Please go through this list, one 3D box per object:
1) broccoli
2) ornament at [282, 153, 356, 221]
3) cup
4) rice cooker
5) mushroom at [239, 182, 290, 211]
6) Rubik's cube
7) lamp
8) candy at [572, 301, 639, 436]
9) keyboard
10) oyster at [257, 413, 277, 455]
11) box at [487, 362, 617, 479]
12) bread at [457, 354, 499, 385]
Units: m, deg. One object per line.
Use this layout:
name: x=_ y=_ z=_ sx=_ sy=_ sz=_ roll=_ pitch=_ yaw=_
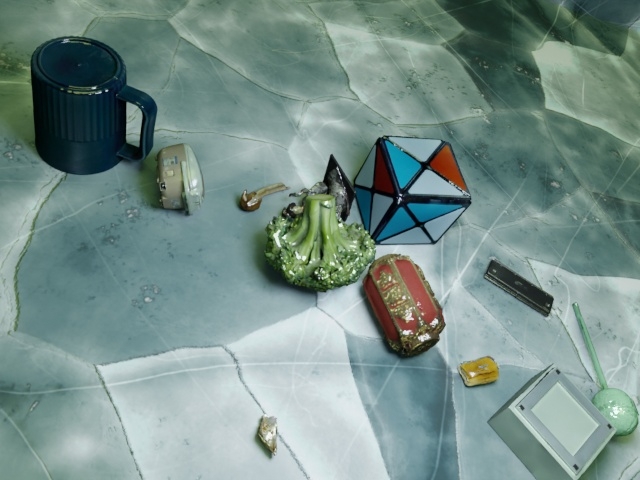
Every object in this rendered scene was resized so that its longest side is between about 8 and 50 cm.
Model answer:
broccoli: x=-0.009 y=0.010 z=1.596 sx=0.288 sy=0.235 sz=0.260 roll=-17 pitch=93 yaw=-37
ornament: x=-0.022 y=-0.120 z=1.744 sx=0.196 sy=0.153 sz=0.166 roll=-21 pitch=63 yaw=-21
cup: x=-0.618 y=-0.340 z=1.577 sx=0.308 sy=0.292 sz=0.242 roll=45 pitch=52 yaw=16
rice cooker: x=-0.387 y=-0.171 z=1.635 sx=0.127 sy=0.145 sz=0.206 roll=-5 pitch=60 yaw=-9
mushroom: x=-0.162 y=-0.139 z=1.752 sx=0.060 sy=0.061 sz=0.187 roll=41 pitch=47 yaw=18
Rubik's cube: x=0.267 y=-0.145 z=1.792 sx=0.246 sy=0.248 sz=0.250 roll=-1 pitch=56 yaw=-20
lamp: x=0.222 y=0.167 z=1.594 sx=0.177 sy=0.177 sz=0.274 roll=-7 pitch=57 yaw=-25
candy: x=0.800 y=0.358 z=1.727 sx=0.119 sy=0.119 sz=0.440 roll=13 pitch=43 yaw=-11
keyboard: x=0.617 y=0.146 z=1.847 sx=0.230 sy=0.025 sz=0.094 roll=34 pitch=49 yaw=6
oyster: x=-0.120 y=0.441 z=1.349 sx=0.051 sy=0.034 sz=0.093 roll=26 pitch=37 yaw=-21
box: x=0.599 y=0.475 z=1.535 sx=0.225 sy=0.117 sz=0.225 roll=-28 pitch=68 yaw=-34
bread: x=0.431 y=0.352 z=1.607 sx=0.106 sy=0.053 sz=0.072 roll=-8 pitch=54 yaw=-19
